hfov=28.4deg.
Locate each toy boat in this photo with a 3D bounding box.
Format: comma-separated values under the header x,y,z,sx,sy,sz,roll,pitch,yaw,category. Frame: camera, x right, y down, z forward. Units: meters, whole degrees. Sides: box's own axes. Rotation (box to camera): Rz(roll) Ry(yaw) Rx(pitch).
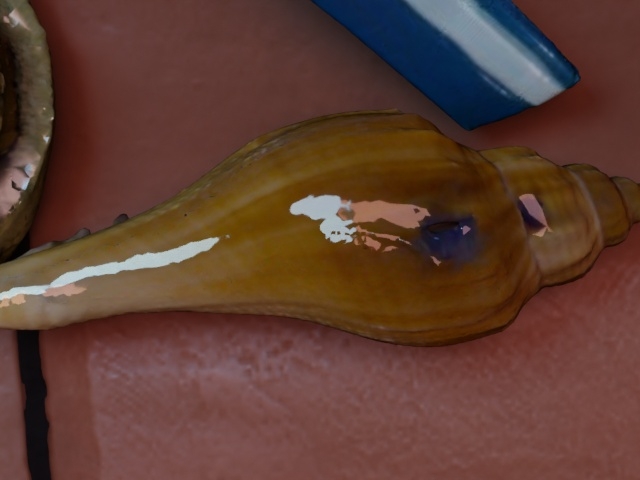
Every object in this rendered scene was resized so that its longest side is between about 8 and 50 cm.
x,y,z,sx,sy,sz,roll,pitch,yaw,category
-0.008,-0.153,0.578,0.299,0.096,0.062,40,98,-4,toy boat

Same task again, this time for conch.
x,y,z,sx,sy,sz,roll,pitch,yaw,category
0.001,0.001,0.558,0.330,0.093,0.109,-8,98,-13,conch

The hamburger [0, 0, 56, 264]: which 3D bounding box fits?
x,y,z,sx,sy,sz,roll,pitch,yaw,category
-0.269,-0.067,0.539,0.284,0.134,0.266,-27,88,-1,hamburger
